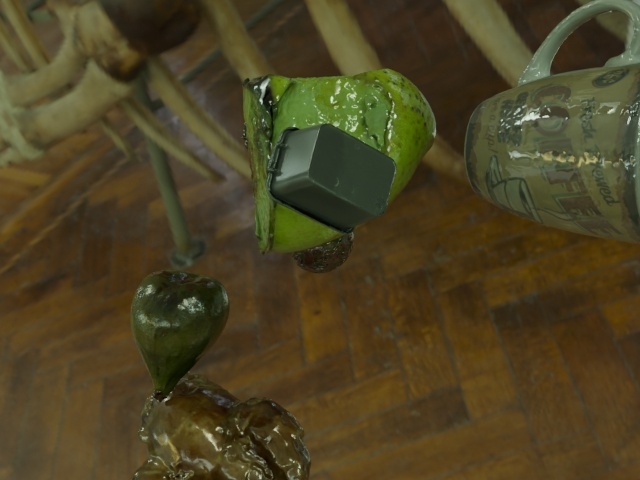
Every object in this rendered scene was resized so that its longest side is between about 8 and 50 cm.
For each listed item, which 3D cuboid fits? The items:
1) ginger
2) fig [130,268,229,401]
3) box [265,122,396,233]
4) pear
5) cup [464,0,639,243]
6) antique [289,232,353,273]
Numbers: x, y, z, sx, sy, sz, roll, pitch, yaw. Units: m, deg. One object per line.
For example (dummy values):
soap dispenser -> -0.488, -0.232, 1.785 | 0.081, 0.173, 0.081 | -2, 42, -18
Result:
ginger -> -0.147, 0.368, 1.518 | 0.274, 0.152, 0.357 | 7, 73, 18
fig -> -0.198, 0.132, 1.470 | 0.133, 0.185, 0.126 | 11, -6, -6
box -> 0.014, -0.064, 1.088 | 0.069, 0.122, 0.084 | -12, 59, 56
pear -> 0.032, -0.106, 1.437 | 0.255, 0.238, 0.164 | -4, 1, -15
cup -> 0.321, -0.152, 1.364 | 0.257, 0.301, 0.227 | 6, 9, 33
antique -> 0.000, 0.000, 1.584 | 0.104, 0.104, 0.104 | -17, 35, 12
